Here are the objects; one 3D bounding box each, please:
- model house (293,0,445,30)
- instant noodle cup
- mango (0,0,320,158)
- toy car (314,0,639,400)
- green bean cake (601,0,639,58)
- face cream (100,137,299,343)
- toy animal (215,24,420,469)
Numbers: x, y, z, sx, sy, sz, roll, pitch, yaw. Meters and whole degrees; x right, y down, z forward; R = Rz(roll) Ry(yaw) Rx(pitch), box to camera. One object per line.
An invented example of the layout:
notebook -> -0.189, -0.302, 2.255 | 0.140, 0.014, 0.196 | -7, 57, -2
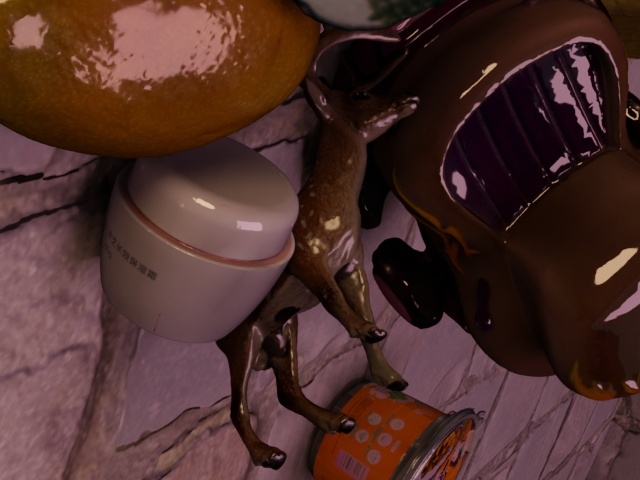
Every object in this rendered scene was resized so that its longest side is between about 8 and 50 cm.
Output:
model house -> 0.020, -0.295, 0.570 | 0.253, 0.184, 0.291 | 32, 53, -38
instant noodle cup -> 0.068, 0.228, 1.242 | 0.208, 0.125, 0.177 | -25, 137, -51
mango -> -0.094, -0.105, 0.608 | 0.227, 0.099, 0.136 | -14, 134, -48
toy car -> 0.172, -0.037, 0.907 | 0.271, 0.240, 0.340 | -37, 123, -6
green bean cake -> 0.302, -0.295, 1.068 | 0.233, 0.124, 0.236 | 12, 89, -63
face cream -> -0.076, -0.004, 0.726 | 0.117, 0.117, 0.104 | -20, 142, -55
toy animal -> -0.013, -0.006, 0.790 | 0.087, 0.260, 0.243 | 22, 125, -42
